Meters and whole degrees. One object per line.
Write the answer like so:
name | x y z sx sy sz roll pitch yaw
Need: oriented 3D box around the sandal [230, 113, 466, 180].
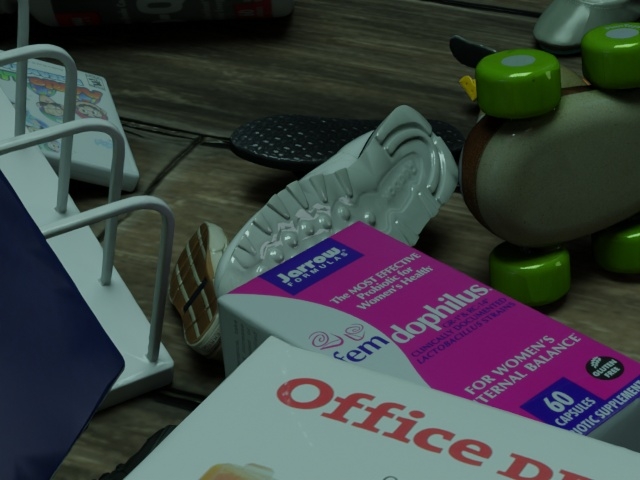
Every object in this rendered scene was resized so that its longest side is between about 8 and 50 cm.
sandal | 0.021 -0.058 1.204 0.179 0.040 0.067 -2 35 -26

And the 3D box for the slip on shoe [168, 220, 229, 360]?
slip on shoe | -0.062 0.034 1.059 0.041 0.051 0.135 31 14 -22

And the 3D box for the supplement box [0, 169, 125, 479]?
supplement box | -0.303 0.077 0.742 0.356 0.194 0.195 -18 24 29

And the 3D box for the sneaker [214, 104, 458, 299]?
sneaker | 0.000 0.000 1.064 0.095 0.090 0.235 -27 7 40

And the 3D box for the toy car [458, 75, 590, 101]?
toy car | 0.163 -0.106 1.248 0.040 0.060 0.122 11 24 -46

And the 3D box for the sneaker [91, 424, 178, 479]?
sneaker | -0.131 0.148 0.872 0.089 0.051 0.170 10 38 12

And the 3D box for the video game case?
video game case | -0.217 -0.095 1.221 0.157 0.019 0.143 13 29 -27

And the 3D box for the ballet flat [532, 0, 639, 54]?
ballet flat | 0.254 -0.219 1.402 0.213 0.068 0.072 -27 39 -32

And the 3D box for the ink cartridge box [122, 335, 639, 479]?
ink cartridge box | -0.001 0.227 0.638 0.279 0.160 0.384 16 37 26

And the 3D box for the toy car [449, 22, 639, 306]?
toy car | 0.131 -0.070 1.114 0.149 0.155 0.188 -16 25 -20

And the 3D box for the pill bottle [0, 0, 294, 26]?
pill bottle | -0.166 -0.260 1.412 0.283 0.161 0.161 -3 33 1

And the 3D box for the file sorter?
file sorter | -0.227 -0.036 0.984 0.193 0.173 0.278 -20 55 -25

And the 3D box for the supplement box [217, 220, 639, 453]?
supplement box | 0.059 0.093 0.890 0.111 0.114 0.220 -30 40 -34
